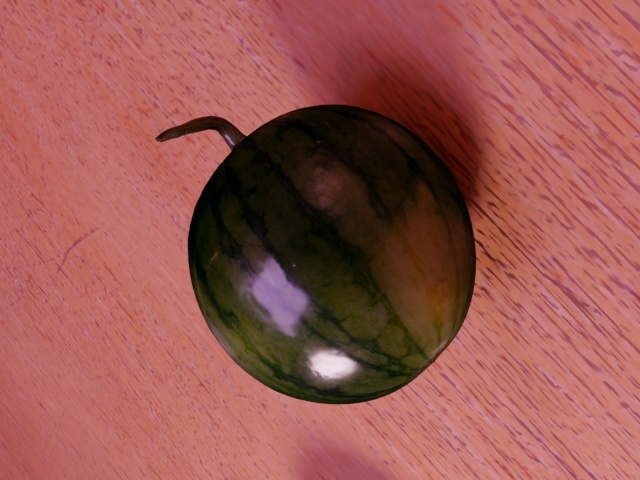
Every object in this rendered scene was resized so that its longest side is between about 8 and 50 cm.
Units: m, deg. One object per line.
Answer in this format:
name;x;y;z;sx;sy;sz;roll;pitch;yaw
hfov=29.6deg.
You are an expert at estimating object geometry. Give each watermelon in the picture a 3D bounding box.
watermelon;0.000;0.000;0.787;0.215;0.188;0.188;49;151;10
